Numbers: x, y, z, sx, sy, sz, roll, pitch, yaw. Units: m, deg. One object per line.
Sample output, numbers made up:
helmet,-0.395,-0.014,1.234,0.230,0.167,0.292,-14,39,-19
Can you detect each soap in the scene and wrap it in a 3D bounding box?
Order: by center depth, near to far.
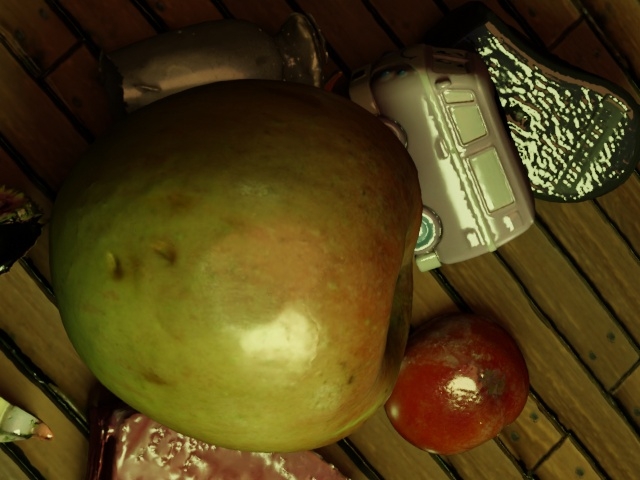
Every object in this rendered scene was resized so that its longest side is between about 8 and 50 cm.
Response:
soap,-0.101,0.245,1.680,0.289,0.112,0.182,39,72,-17

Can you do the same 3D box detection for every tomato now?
tomato,0.147,0.148,1.786,0.159,0.091,0.139,-28,99,-17

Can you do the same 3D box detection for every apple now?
apple,-0.074,0.026,1.547,0.305,0.338,0.338,7,88,9

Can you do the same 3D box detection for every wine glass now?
wine glass,-0.101,-0.153,1.671,0.204,0.111,0.111,-14,96,-17

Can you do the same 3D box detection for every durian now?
durian,-0.349,-0.010,1.599,0.187,0.119,0.108,-23,62,-23

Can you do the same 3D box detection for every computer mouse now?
computer mouse,0.200,-0.139,1.805,0.264,0.088,0.147,30,101,-12

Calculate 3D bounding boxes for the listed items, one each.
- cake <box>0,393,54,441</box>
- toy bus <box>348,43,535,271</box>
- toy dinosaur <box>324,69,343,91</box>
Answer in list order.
cake,-0.345,0.126,1.580,0.225,0.109,0.090,13,86,-21
toy bus,0.115,-0.089,1.708,0.142,0.142,0.202,-20,106,11
toy dinosaur,-0.015,-0.029,1.730,0.101,0.055,0.279,10,86,-7
